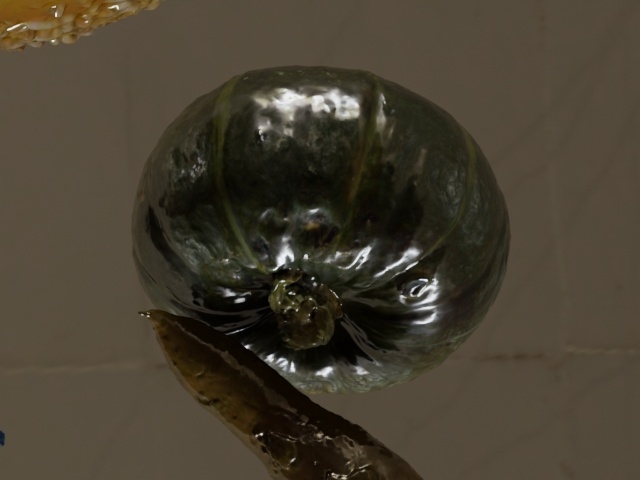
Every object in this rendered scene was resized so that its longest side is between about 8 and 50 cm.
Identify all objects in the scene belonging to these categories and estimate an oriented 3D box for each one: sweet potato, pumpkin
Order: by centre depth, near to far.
[{"bbox_3d":[0.005,0.127,1.062,0.274,0.067,0.067,39,-58,-1],"label":"sweet potato"},{"bbox_3d":[0.000,0.000,1.103,0.223,0.223,0.157,-34,-146,38],"label":"pumpkin"}]

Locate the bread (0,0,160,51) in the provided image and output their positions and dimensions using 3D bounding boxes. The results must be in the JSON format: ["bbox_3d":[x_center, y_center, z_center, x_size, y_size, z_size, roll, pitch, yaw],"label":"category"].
[{"bbox_3d":[-0.094,-0.157,0.649,0.192,0.314,0.171,10,-62,8],"label":"bread"}]

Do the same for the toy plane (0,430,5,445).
[{"bbox_3d":[-0.195,0.179,0.949,0.254,0.105,0.271,-4,-114,21],"label":"toy plane"}]
